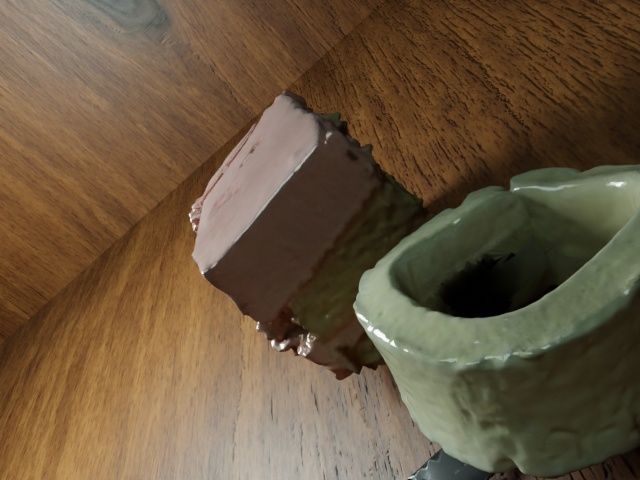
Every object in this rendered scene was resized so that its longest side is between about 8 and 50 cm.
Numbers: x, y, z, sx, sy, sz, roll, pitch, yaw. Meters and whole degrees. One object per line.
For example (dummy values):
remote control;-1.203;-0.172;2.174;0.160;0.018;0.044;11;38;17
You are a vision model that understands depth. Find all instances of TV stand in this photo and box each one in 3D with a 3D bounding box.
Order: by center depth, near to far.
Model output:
TV stand;0.162;0.223;0.699;0.249;0.042;0.036;-44;24;4

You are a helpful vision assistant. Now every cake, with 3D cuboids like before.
cake;0.000;0.000;0.949;0.293;0.306;0.314;-48;26;1

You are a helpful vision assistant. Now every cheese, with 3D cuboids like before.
cheese;0.215;0.053;0.663;0.332;0.153;0.292;-33;24;-14
